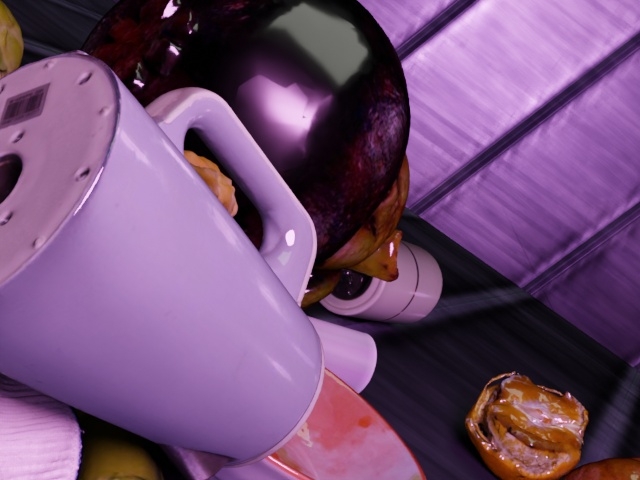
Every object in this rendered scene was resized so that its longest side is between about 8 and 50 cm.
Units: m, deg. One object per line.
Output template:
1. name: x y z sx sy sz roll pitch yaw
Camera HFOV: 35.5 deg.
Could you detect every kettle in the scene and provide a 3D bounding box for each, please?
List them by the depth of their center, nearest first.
1. kettle: -0.097 0.009 0.581 0.160 0.210 0.243 -5 -33 33

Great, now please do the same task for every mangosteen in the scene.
1. mangosteen: -0.069 -0.102 1.104 0.382 0.382 0.435 45 2 40

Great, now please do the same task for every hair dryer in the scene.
1. hair dryer: 0.000 0.000 1.529 0.362 0.128 0.203 33 10 30

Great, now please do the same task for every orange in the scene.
1. orange: 0.252 0.241 1.234 0.170 0.112 0.160 -7 36 -21

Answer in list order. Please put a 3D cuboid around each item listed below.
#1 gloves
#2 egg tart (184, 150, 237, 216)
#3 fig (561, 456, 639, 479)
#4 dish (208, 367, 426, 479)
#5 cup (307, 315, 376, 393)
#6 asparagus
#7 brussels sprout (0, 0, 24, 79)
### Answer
1. gloves: -0.211 0.104 0.497 0.119 0.097 0.229 63 11 23
2. egg tart: -0.230 -0.032 0.755 0.345 0.132 0.345 15 -3 1
3. fig: 0.380 0.357 1.109 0.170 0.145 0.274 22 30 -43
4. dish: -0.043 0.157 0.793 0.260 0.085 0.260 33 9 -6
5. cup: -0.009 0.122 1.106 0.116 0.074 0.104 23 -8 -31
6. asparagus: -0.145 0.123 0.690 0.278 0.060 0.067 -128 -156 -69
7. brussels sprout: -0.415 -0.209 1.021 0.223 0.161 0.223 34 4 -2
